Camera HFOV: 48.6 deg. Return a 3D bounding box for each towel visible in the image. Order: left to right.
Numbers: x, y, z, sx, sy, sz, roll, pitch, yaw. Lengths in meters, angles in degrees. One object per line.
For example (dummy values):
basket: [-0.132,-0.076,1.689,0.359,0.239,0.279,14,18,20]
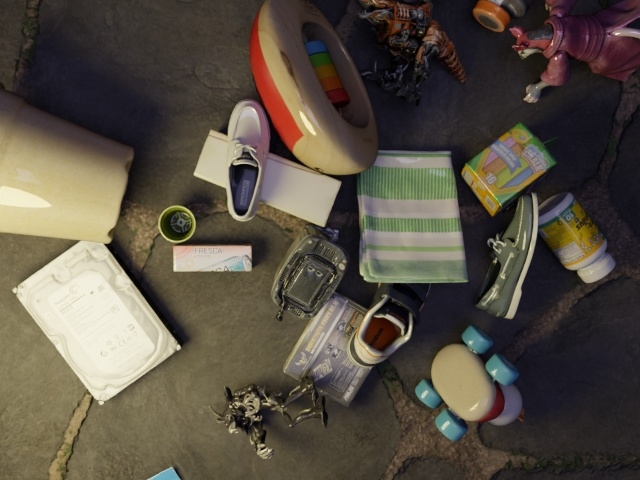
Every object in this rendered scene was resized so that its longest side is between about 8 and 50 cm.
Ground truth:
towel: [0.205,-0.061,1.642,0.247,0.038,0.325,0,70,-6]

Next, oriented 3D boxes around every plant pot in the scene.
plant pot: [-0.574,-0.133,1.519,0.305,0.334,0.334,15,93,-17]
plant pot: [-0.327,-0.040,1.640,0.083,0.079,0.083,0,95,-5]

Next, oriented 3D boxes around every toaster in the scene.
toaster: [-0.030,0.076,1.626,0.129,0.146,0.227,29,102,-9]

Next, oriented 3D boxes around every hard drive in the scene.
hard drive: [-0.513,0.179,1.651,0.237,0.064,0.339,-35,95,-2]

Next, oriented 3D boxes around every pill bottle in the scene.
pill bottle: [0.452,-0.607,1.634,0.130,0.130,0.246,33,91,-6]
pill bottle: [0.608,-0.004,1.698,0.117,0.117,0.208,-39,96,-1]

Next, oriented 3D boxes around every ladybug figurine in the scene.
ladybug figurine: [-0.028,-0.338,1.557,0.161,0.305,0.450,-27,80,32]

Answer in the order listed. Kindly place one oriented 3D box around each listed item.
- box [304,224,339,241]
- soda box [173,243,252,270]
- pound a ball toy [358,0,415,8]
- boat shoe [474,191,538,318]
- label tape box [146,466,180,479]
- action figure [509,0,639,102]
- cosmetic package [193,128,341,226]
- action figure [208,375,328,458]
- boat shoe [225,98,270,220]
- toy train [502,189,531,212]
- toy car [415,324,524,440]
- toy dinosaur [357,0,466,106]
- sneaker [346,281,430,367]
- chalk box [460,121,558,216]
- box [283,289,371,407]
box: [0.000,0.000,1.700,0.083,0.018,0.067,7,94,-5]
soda box: [-0.252,0.040,1.663,0.183,0.058,0.063,0,94,-4]
pound a ball toy: [0.225,-0.598,1.547,0.208,0.319,0.136,-31,95,-17]
boat shoe: [0.438,0.035,1.667,0.099,0.116,0.320,10,114,7]
label tape box: [-0.381,0.757,1.680,0.249,0.115,0.348,-27,97,-2]
action figure: [0.603,-0.444,1.601,0.370,0.275,0.248,-7,101,-18]
cosmetic package: [-0.120,-0.139,1.610,0.309,0.160,0.113,21,92,-7]
action figure: [-0.131,0.403,1.641,0.275,0.141,0.164,-15,113,10]
boat shoe: [-0.151,-0.169,1.484,0.095,0.084,0.258,-1,93,-5]
toy train: [0.494,-0.127,1.725,0.158,0.027,0.036,-45,98,0]
toy car: [0.397,0.363,1.703,0.238,0.210,0.219,29,106,-34]
toy dinosaur: [0.212,-0.431,1.597,0.321,0.164,0.218,26,102,-13]
sneaker: [0.179,0.148,1.631,0.126,0.127,0.321,31,71,-4]
chalk box: [0.453,-0.179,1.652,0.213,0.132,0.132,-38,79,-2]
box: [0.044,0.256,1.704,0.183,0.056,0.231,30,91,-5]
